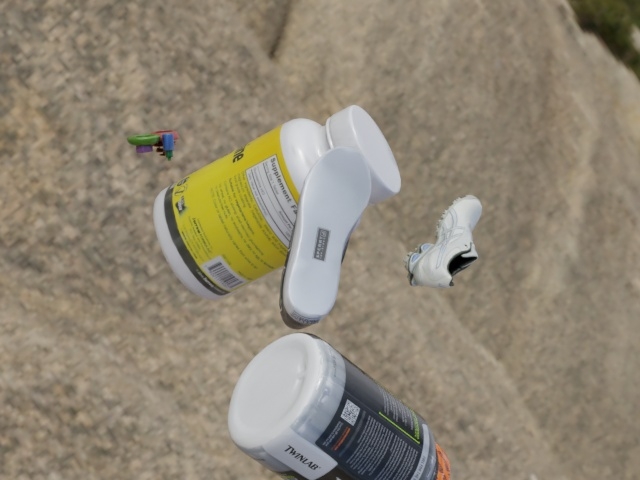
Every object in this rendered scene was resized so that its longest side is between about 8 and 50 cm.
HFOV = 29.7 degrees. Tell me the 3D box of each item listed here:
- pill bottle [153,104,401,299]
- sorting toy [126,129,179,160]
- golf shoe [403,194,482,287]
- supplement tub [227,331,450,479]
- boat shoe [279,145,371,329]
[{"bbox_3d":[-0.061,-0.060,1.753,0.188,0.334,0.188,52,22,-31],"label":"pill bottle"},{"bbox_3d":[-0.252,-0.145,1.862,0.102,0.061,0.042,-21,111,-56],"label":"sorting toy"},{"bbox_3d":[0.198,0.008,1.721,0.176,0.086,0.069,-51,139,-28],"label":"golf shoe"},{"bbox_3d":[0.021,0.173,1.050,0.190,0.117,0.117,40,28,-30],"label":"supplement tub"},{"bbox_3d":[0.000,0.000,1.389,0.080,0.076,0.228,17,63,-12],"label":"boat shoe"}]
